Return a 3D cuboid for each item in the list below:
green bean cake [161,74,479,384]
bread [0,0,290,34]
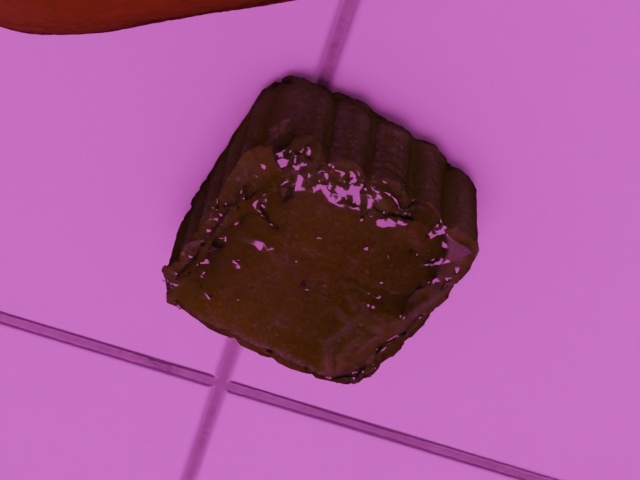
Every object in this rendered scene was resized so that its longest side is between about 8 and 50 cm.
[{"bbox_3d":[0.000,0.000,1.023,0.200,0.113,0.214,28,124,-11],"label":"green bean cake"},{"bbox_3d":[-0.082,-0.282,0.749,0.376,0.253,0.348,-4,121,10],"label":"bread"}]
